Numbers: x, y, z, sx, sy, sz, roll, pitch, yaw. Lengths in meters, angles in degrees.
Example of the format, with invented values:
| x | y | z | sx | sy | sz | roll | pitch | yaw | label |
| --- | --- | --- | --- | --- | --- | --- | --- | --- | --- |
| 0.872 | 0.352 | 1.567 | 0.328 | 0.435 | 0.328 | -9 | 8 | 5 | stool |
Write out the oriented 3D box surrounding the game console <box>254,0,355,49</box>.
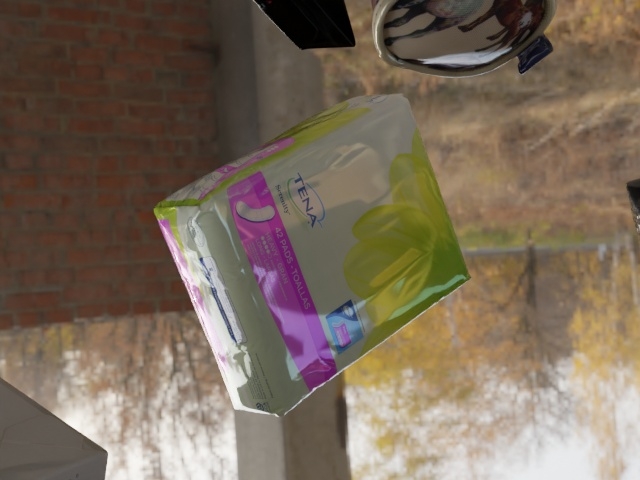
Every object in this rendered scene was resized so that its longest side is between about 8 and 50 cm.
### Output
| x | y | z | sx | sy | sz | roll | pitch | yaw | label |
| --- | --- | --- | --- | --- | --- | --- | --- | --- | --- |
| -0.089 | -0.299 | 0.753 | 0.044 | 0.213 | 0.361 | -27 | 143 | 20 | game console |

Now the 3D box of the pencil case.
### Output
| x | y | z | sx | sy | sz | roll | pitch | yaw | label |
| --- | --- | --- | --- | --- | --- | --- | --- | --- | --- |
| 0.135 | -0.347 | 1.001 | 0.184 | 0.410 | 0.160 | -14 | 143 | 19 | pencil case |

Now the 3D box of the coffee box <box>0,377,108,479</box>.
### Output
| x | y | z | sx | sy | sz | roll | pitch | yaw | label |
| --- | --- | --- | --- | --- | --- | --- | --- | --- | --- |
| -0.278 | 0.275 | 0.814 | 0.168 | 0.297 | 0.119 | 24 | -156 | 33 | coffee box |

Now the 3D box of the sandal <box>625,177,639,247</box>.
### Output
| x | y | z | sx | sy | sz | roll | pitch | yaw | label |
| --- | --- | --- | --- | --- | --- | --- | --- | --- | --- |
| 0.271 | 0.046 | 0.674 | 0.054 | 0.254 | 0.097 | -23 | 130 | 4 | sandal |

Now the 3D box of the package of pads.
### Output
| x | y | z | sx | sy | sz | roll | pitch | yaw | label |
| --- | --- | --- | --- | --- | --- | --- | --- | --- | --- |
| 0.000 | 0.000 | 1.021 | 0.296 | 0.229 | 0.101 | -31 | -162 | -37 | package of pads |
